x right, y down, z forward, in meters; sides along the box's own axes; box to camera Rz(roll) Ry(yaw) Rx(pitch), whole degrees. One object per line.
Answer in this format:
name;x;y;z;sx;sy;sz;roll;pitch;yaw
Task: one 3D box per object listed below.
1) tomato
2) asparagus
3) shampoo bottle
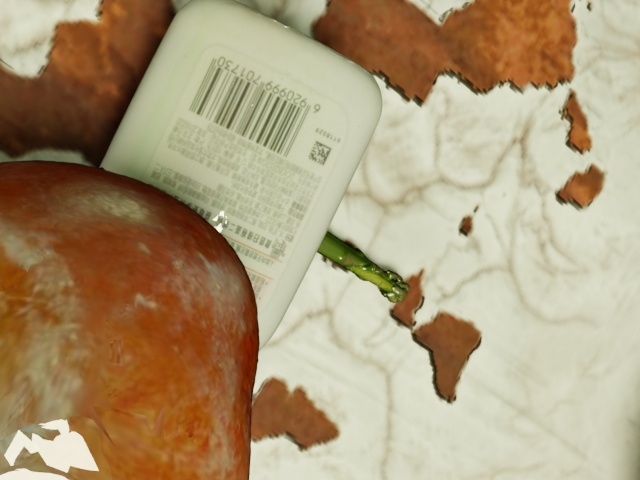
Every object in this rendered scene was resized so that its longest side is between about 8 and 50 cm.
tomato;-0.110;0.078;0.536;0.180;0.155;0.214;1;96;-9
asparagus;0.000;0.000;0.696;0.127;0.018;0.015;33;106;-30
shampoo bottle;-0.060;0.004;0.632;0.108;0.051;0.221;26;91;-15
